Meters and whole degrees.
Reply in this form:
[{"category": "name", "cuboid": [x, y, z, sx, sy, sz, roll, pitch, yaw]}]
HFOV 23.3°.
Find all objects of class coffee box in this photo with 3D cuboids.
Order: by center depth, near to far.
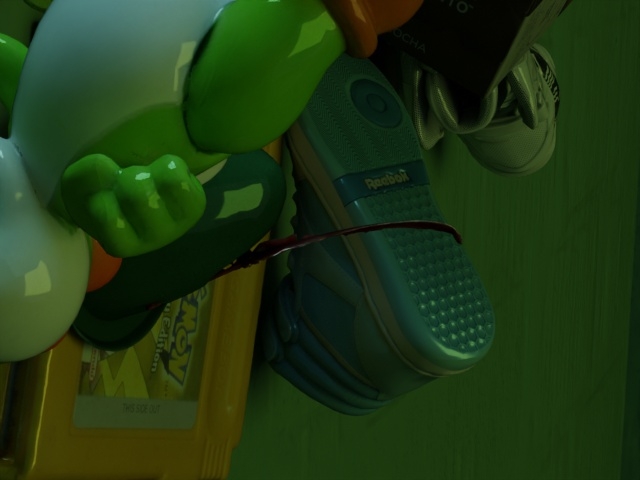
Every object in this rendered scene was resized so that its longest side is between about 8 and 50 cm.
[{"category": "coffee box", "cuboid": [0.151, -0.268, 1.351, 0.297, 0.168, 0.119, -48, 167, -47]}]

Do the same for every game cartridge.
[{"category": "game cartridge", "cuboid": [-0.116, 0.025, 1.073, 0.324, 0.053, 0.285, 19, 78, -67]}]

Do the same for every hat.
[{"category": "hat", "cuboid": [-0.035, -0.018, 0.949, 0.208, 0.184, 0.173, -60, 149, -48]}]

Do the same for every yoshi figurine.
[{"category": "yoshi figurine", "cuboid": [-0.137, -0.060, 0.717, 0.362, 0.203, 0.203, -46, -169, 5]}]

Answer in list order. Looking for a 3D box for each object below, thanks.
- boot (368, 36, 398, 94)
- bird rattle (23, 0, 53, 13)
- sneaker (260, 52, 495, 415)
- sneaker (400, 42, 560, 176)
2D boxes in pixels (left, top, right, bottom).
[{"category": "boot", "cuboid": [0.062, -0.166, 1.394, 0.045, 0.121, 0.099, 27, 64, -65]}, {"category": "bird rattle", "cuboid": [-0.112, -0.228, 0.903, 0.253, 0.143, 0.207, -19, 88, -63]}, {"category": "sneaker", "cuboid": [0.000, 0.000, 1.297, 0.127, 0.208, 0.319, -4, 64, -40]}, {"category": "sneaker", "cuboid": [0.161, -0.146, 1.573, 0.366, 0.137, 0.210, 64, 22, -46]}]
